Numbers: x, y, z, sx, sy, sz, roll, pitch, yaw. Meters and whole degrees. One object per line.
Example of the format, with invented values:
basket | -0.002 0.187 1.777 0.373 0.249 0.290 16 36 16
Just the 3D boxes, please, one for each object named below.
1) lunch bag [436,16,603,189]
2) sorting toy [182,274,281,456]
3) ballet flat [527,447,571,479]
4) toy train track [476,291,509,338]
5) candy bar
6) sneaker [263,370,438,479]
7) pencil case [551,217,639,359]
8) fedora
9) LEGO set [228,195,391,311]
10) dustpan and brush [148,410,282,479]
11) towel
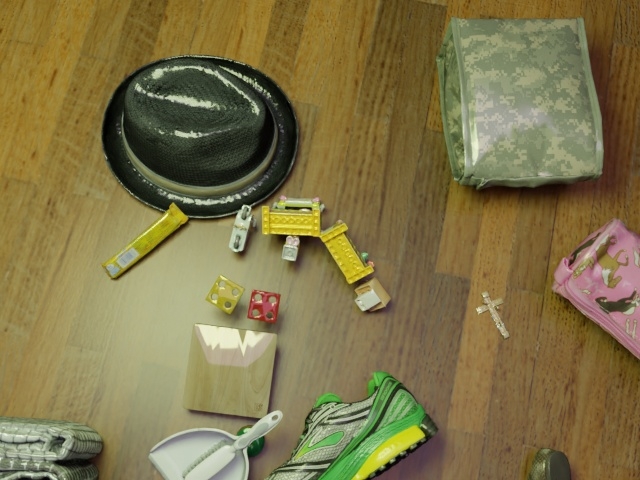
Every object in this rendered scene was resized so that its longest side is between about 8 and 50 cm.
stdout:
lunch bag | 0.330 -0.216 1.388 0.235 0.169 0.287 -1 70 -4
sorting toy | -0.139 0.194 1.301 0.132 0.046 0.274 7 88 -1
ballet flat | 0.352 0.447 1.270 0.084 0.058 0.250 6 77 -39
toy train track | 0.291 0.123 1.372 0.048 0.014 0.083 -24 78 -9
candy bar | -0.289 0.003 1.352 0.161 0.018 0.040 -40 123 -5
sneaker | 0.002 0.326 1.255 0.343 0.134 0.146 -29 71 -19
pencil case | 0.550 0.136 1.312 0.386 0.167 0.160 44 109 9
fedora | -0.201 -0.197 1.360 0.334 0.152 0.334 1 75 -3
LEGO set | 0.000 0.000 1.365 0.287 0.107 0.132 24 109 -1
dustpan and brush | -0.141 0.319 1.242 0.211 0.060 0.147 -38 89 -2
towel | -0.469 0.311 1.165 0.283 0.235 0.121 4 78 -2
